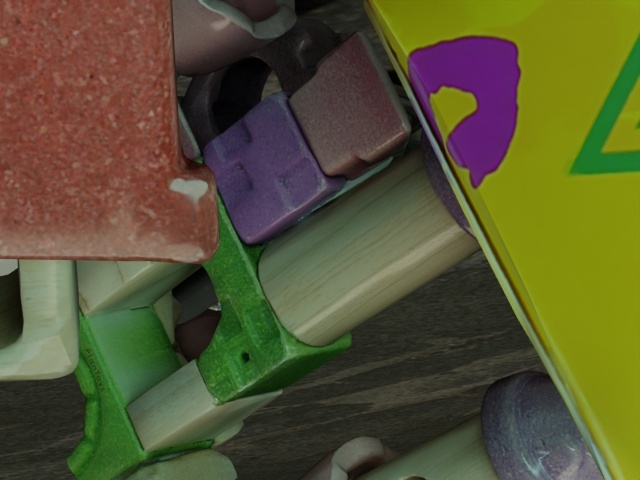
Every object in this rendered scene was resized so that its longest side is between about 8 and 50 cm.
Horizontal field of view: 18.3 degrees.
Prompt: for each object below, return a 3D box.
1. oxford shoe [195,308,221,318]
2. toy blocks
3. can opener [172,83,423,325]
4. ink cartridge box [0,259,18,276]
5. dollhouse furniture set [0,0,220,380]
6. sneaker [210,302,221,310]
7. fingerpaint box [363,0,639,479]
[{"bbox_3d":[-0.122,0.041,1.407,0.212,0.076,0.076,-1,-163,-39],"label":"oxford shoe"},{"bbox_3d":[0.000,0.000,0.733,0.260,0.288,0.309,-35,163,31],"label":"toy blocks"},{"bbox_3d":[-0.034,-0.003,1.104,0.076,0.095,0.283,21,145,-29],"label":"can opener"},{"bbox_3d":[-0.230,0.004,1.145,0.189,0.066,0.232,-5,172,-11],"label":"ink cartridge box"},{"bbox_3d":[-0.104,0.028,0.480,0.152,0.374,0.201,-3,-153,-5],"label":"dollhouse furniture set"},{"bbox_3d":[-0.011,0.010,1.288,0.191,0.071,0.083,-6,174,-6],"label":"sneaker"},{"bbox_3d":[0.290,-0.070,0.582,0.371,0.163,0.445,-35,157,23],"label":"fingerpaint box"}]
